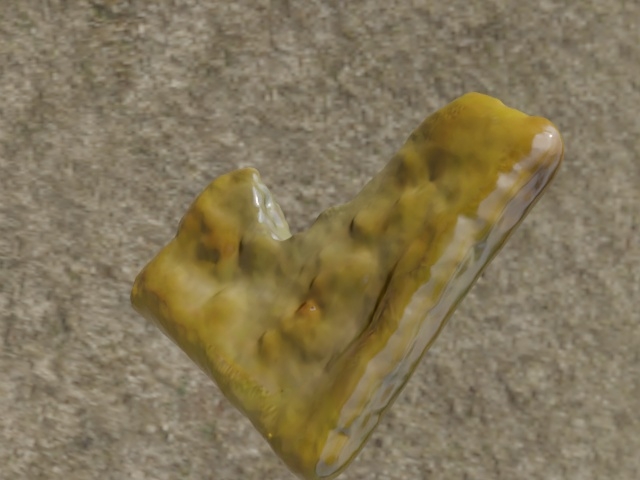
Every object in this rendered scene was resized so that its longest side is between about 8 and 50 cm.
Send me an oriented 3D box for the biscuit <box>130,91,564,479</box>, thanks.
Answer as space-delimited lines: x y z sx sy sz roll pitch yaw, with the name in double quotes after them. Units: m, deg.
0.000 0.000 0.550 0.039 0.183 0.174 34 88 -41 "biscuit"
